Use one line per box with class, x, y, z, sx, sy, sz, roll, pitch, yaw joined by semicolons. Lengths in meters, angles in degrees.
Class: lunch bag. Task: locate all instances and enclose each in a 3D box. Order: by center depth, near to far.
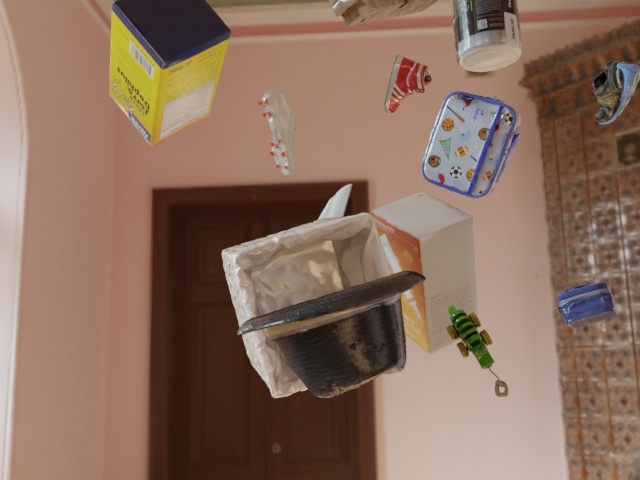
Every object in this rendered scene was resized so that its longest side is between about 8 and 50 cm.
lunch bag;0.467;0.112;1.234;0.098;0.065;0.067;-19;-23;20
lunch bag;0.448;-0.285;2.049;0.243;0.303;0.115;25;14;24

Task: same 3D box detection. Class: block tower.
block tower;0.176;-0.612;1.736;0.335;0.091;0.097;-24;2;-36

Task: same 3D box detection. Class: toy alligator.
toy alligator;0.264;0.177;1.187;0.056;0.189;0.051;-29;-38;2

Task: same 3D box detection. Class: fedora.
fedora;0.031;0.158;1.109;0.334;0.152;0.334;-17;-5;-1

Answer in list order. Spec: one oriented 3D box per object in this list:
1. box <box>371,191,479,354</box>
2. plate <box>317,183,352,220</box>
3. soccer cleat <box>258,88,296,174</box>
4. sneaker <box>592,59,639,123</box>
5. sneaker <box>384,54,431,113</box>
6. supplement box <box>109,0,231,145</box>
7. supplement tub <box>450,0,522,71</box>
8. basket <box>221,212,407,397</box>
box;0.274;0.081;1.809;0.168;0.345;0.215;-21;30;-21
plate;0.000;0.000;2.035;0.045;0.278;0.277;23;-31;-7
soccer cleat;-0.080;-0.245;1.576;0.076;0.196;0.068;-27;24;-32
sneaker;0.586;-0.302;1.406;0.078;0.067;0.188;33;-12;20
sneaker;0.146;-0.249;1.158;0.067;0.042;0.118;18;-33;8
supplement box;-0.379;-0.431;1.710;0.194;0.195;0.356;-35;-10;-28
supplement tub;0.490;-0.684;2.083;0.194;0.316;0.193;-3;-9;-1
basket;-0.030;0.126;1.580;0.328;0.331;0.266;-18;9;-17
